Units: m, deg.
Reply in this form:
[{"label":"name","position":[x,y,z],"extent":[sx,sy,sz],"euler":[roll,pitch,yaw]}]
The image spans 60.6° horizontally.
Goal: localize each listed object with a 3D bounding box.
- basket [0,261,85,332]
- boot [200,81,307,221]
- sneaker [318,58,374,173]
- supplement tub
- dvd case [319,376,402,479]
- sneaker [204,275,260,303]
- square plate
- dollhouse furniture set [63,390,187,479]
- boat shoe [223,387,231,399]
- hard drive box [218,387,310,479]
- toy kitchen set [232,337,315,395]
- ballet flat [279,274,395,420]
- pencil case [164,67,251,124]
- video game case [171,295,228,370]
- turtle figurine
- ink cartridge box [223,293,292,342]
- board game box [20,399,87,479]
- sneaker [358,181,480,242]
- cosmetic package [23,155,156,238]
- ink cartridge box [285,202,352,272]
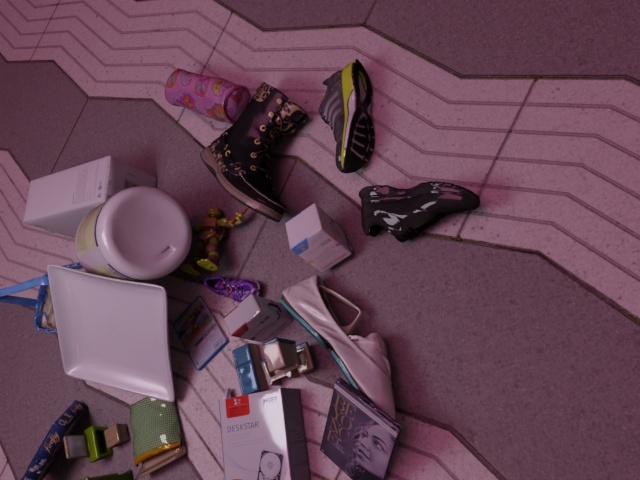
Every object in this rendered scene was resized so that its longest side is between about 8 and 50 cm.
[{"label":"basket","position":[-0.741,0.163,1.577],"extent":[0.255,0.289,0.200],"euler":[-13,65,30]},{"label":"boot","position":[-0.145,-0.241,1.437],"extent":[0.284,0.138,0.377],"euler":[-51,44,7]},{"label":"sneaker","position":[0.060,-0.301,1.377],"extent":[0.121,0.111,0.299],"euler":[-13,64,37]},{"label":"supplement tub","position":[-0.508,-0.002,1.454],"extent":[0.325,0.236,0.235],"euler":[-12,68,53]},{"label":"dvd case","position":[0.077,0.411,1.131],"extent":[0.165,0.018,0.221],"euler":[32,126,33]},{"label":"sneaker","position":[-0.234,0.127,1.429],"extent":[0.170,0.071,0.068],"euler":[4,78,30]},{"label":"square plate","position":[-0.533,0.237,1.426],"extent":[0.345,0.049,0.346],"euler":[9,114,15]},{"label":"dollhouse furniture set","position":[-0.520,0.528,1.429],"extent":[0.302,0.151,0.197],"euler":[-32,62,18]},{"label":"boat shoe","position":[-0.224,0.420,1.365],"extent":[0.035,0.035,0.100],"euler":[-1,69,1]},{"label":"hard drive box","position":[-0.130,0.471,1.260],"extent":[0.181,0.089,0.231],"euler":[-19,67,24]},{"label":"toy kitchen set","position":[-0.140,0.272,1.276],"extent":[0.207,0.166,0.122],"euler":[-27,64,20]},{"label":"ballet flat","position":[0.061,0.219,1.212],"extent":[0.139,0.139,0.400],"euler":[-49,58,9]},{"label":"pencil case","position":[-0.334,-0.428,1.621],"extent":[0.284,0.124,0.124],"euler":[23,88,33]},{"label":"video game case","position":[-0.327,0.249,1.480],"extent":[0.119,0.015,0.166],"euler":[-46,59,11]},{"label":"turtle figurine","position":[-0.316,-0.012,1.503],"extent":[0.270,0.087,0.217],"euler":[-5,56,22]},{"label":"ink cartridge box","position":[-0.150,0.191,1.325],"extent":[0.099,0.135,0.056],"euler":[-41,57,13]},{"label":"board game box","position":[-0.764,0.593,1.550],"extent":[0.042,0.165,0.243],"euler":[31,92,-7]},{"label":"sneaker","position":[0.215,-0.061,1.220],"extent":[0.287,0.109,0.130],"euler":[-2,81,39]},{"label":"cosmetic package","position":[-0.716,-0.124,1.705],"extent":[0.366,0.197,0.155],"euler":[-8,71,26]},{"label":"ink cartridge box","position":[0.000,0.000,1.299],"extent":[0.092,0.143,0.089],"euler":[-33,45,18]}]
